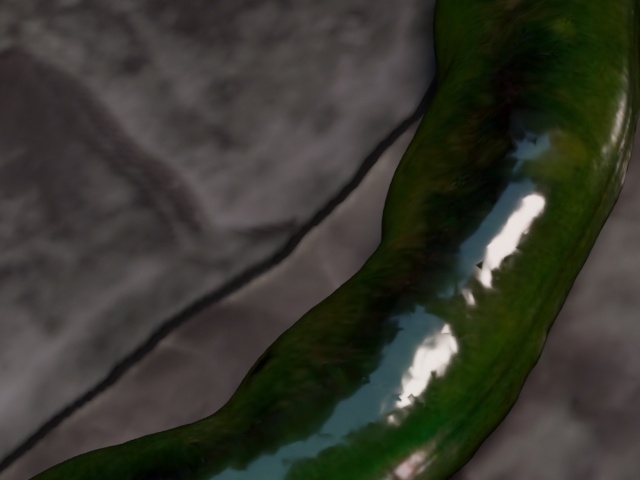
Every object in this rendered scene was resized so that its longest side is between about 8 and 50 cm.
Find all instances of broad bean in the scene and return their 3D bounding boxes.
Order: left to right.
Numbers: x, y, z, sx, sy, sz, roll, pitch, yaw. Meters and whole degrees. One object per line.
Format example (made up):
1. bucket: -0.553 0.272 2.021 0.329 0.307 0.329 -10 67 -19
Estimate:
1. broad bean: 0.000 0.000 0.453 0.292 0.049 0.144 -45 52 -10
